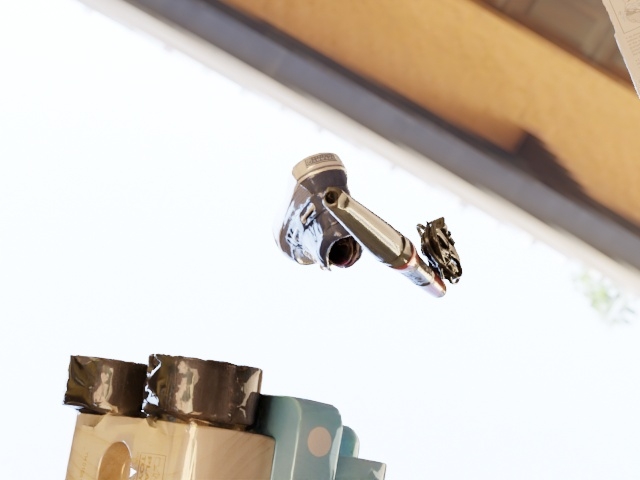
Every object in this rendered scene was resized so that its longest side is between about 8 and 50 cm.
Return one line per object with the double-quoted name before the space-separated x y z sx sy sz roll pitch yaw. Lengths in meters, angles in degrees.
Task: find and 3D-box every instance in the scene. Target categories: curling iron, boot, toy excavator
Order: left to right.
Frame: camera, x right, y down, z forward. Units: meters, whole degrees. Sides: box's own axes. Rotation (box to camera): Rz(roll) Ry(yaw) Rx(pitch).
"boot" 0.000 0.000 1.659 0.190 0.069 0.086 94 158 -65
"toy excavator" 0.018 0.246 1.701 0.445 0.222 0.433 13 170 -37
"curling iron" 0.057 -0.003 1.470 0.274 0.035 0.068 23 -127 -64

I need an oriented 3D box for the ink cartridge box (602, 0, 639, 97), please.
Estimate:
"ink cartridge box" 0.349 -0.177 1.542 0.056 0.181 0.224 40 -151 -61
